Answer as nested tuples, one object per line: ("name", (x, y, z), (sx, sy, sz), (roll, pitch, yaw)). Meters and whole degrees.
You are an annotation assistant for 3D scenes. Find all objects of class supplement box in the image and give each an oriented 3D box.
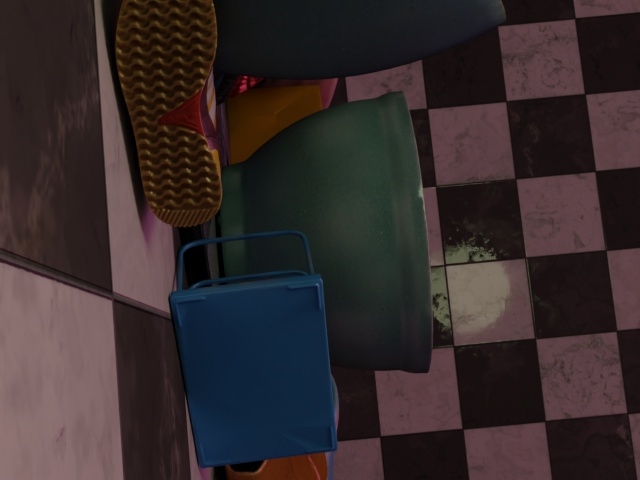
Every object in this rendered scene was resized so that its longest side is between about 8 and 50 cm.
("supplement box", (-0.056, -0.078, 1.361), (0.191, 0.129, 0.194), (-99, -174, -48))

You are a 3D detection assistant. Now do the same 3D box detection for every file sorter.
("file sorter", (-0.055, 0.089, 0.851), (0.104, 0.118, 0.170), (-102, -174, -62))

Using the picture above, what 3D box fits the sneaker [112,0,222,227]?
("sneaker", (-0.102, -0.106, 0.671), (0.084, 0.070, 0.185), (-113, -158, -62))

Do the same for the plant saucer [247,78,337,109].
("plant saucer", (-0.068, -0.324, 1.474), (0.332, 0.084, 0.332), (175, -90, -67))

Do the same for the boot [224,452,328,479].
("boot", (-0.050, 0.211, 1.083), (0.295, 0.104, 0.211), (-88, 174, -58))

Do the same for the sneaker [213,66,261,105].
("sneaker", (-0.104, -0.217, 1.014), (0.125, 0.104, 0.262), (55, 4, -18))

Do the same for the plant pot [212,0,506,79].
("plant pot", (-0.026, -0.231, 0.718), (0.290, 0.195, 0.290), (56, 12, -18))

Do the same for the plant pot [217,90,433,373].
("plant pot", (0.000, 0.000, 1.035), (0.293, 0.196, 0.292), (175, -90, -90))

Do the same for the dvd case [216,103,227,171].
("dvd case", (-0.126, -0.139, 1.182), (0.164, 0.018, 0.221), (86, -1, -77))

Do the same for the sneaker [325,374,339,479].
("sneaker", (-0.030, 0.347, 1.438), (0.208, 0.127, 0.319), (82, 11, -47))

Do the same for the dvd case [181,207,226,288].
("dvd case", (-0.109, 0.019, 0.975), (0.180, 0.022, 0.253), (-94, 179, -62))
